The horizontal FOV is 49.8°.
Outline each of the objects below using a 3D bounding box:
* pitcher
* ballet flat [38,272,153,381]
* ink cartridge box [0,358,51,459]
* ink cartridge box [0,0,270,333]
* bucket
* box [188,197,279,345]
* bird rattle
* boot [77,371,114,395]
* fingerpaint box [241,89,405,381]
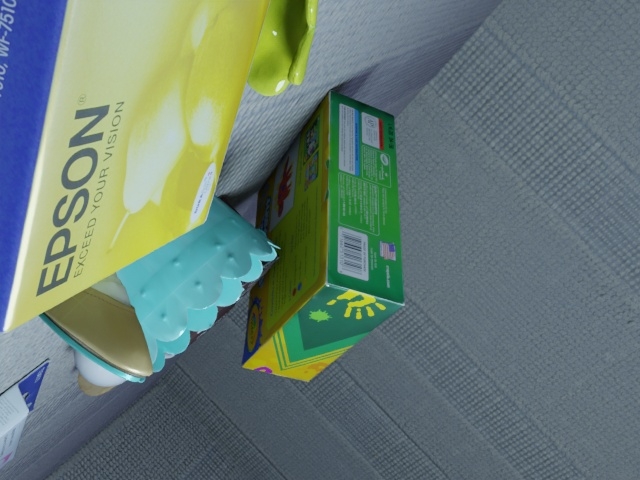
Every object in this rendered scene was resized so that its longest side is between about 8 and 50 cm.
[{"bbox_3d":[-0.369,0.207,1.294,0.207,0.177,0.126,128,-20,-56],"label":"pitcher"},{"bbox_3d":[-0.205,0.018,0.521,0.073,0.232,0.080,-58,162,-8],"label":"ballet flat"},{"bbox_3d":[-0.638,0.397,1.284,0.330,0.071,0.324,-40,175,-39],"label":"ink cartridge box"},{"bbox_3d":[-0.120,-0.106,0.375,0.304,0.072,0.307,-68,171,25],"label":"ink cartridge box"},{"bbox_3d":[-0.217,0.044,0.991,0.281,0.183,0.281,-44,177,-3],"label":"bucket"},{"bbox_3d":[-0.221,0.059,1.291,0.203,0.167,0.168,-46,177,30],"label":"box"},{"bbox_3d":[-0.032,-0.242,0.605,0.254,0.143,0.207,-58,-165,-28],"label":"bird rattle"},{"bbox_3d":[-0.415,0.225,1.591,0.295,0.104,0.211,-49,177,2],"label":"boot"},{"bbox_3d":[0.000,0.000,1.371,0.371,0.163,0.445,-48,-148,47],"label":"fingerpaint box"}]
